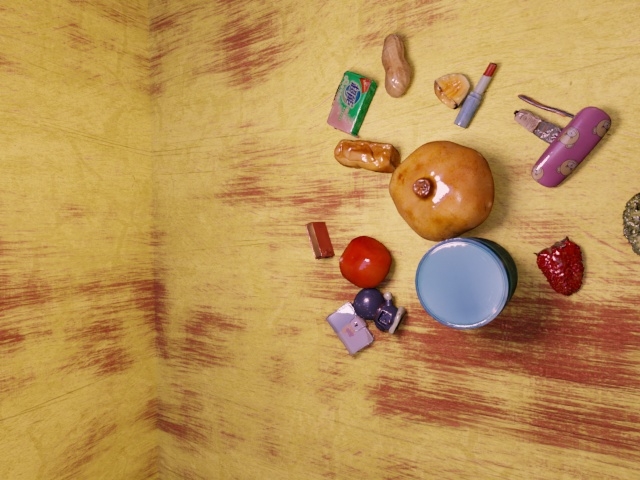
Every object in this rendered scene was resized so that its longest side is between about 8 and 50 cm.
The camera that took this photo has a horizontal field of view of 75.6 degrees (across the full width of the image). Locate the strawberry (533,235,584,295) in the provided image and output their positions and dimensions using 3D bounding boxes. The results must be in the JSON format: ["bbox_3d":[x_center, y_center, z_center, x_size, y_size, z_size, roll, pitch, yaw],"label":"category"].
[{"bbox_3d":[0.924,0.102,1.559,0.167,0.087,0.208,-37,75,25],"label":"strawberry"}]

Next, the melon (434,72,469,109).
[{"bbox_3d":[0.571,-0.638,1.764,0.128,0.079,0.160,-37,69,9],"label":"melon"}]

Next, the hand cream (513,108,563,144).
[{"bbox_3d":[0.865,-0.440,1.609,0.247,0.052,0.075,38,136,18],"label":"hand cream"}]

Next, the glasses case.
[{"bbox_3d":[0.925,-0.341,1.532,0.123,0.076,0.316,32,115,-3],"label":"glasses case"}]

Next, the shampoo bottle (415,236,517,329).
[{"bbox_3d":[0.583,0.150,1.618,0.330,0.342,0.332,1,93,32],"label":"shampoo bottle"}]

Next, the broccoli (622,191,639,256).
[{"bbox_3d":[1.152,-0.078,1.344,0.259,0.235,0.289,6,99,56],"label":"broccoli"}]

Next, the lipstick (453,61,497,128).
[{"bbox_3d":[0.649,-0.605,1.715,0.061,0.068,0.274,35,110,26],"label":"lipstick"}]

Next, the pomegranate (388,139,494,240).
[{"bbox_3d":[0.474,-0.195,1.655,0.416,0.416,0.417,1,92,31],"label":"pomegranate"}]

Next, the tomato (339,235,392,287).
[{"bbox_3d":[0.201,0.102,1.926,0.259,0.180,0.260,-23,56,38],"label":"tomato"}]

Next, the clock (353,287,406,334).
[{"bbox_3d":[0.271,0.319,1.935,0.243,0.146,0.200,30,112,19],"label":"clock"}]

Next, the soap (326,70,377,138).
[{"bbox_3d":[0.155,-0.658,2.000,0.217,0.098,0.274,30,108,21],"label":"soap"}]

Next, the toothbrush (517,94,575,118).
[{"bbox_3d":[0.908,-0.495,1.588,0.321,0.023,0.031,39,107,24],"label":"toothbrush"}]

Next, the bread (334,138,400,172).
[{"bbox_3d":[0.215,-0.394,1.929,0.294,0.166,0.132,14,99,30],"label":"bread"}]

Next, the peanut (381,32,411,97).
[{"bbox_3d":[0.341,-0.792,1.866,0.130,0.130,0.291,-11,87,31],"label":"peanut"}]

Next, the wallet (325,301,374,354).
[{"bbox_3d":[0.151,0.434,2.051,0.170,0.069,0.231,-36,76,8],"label":"wallet"}]

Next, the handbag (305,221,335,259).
[{"bbox_3d":[0.000,0.000,2.095,0.062,0.127,0.190,-21,80,32],"label":"handbag"}]
